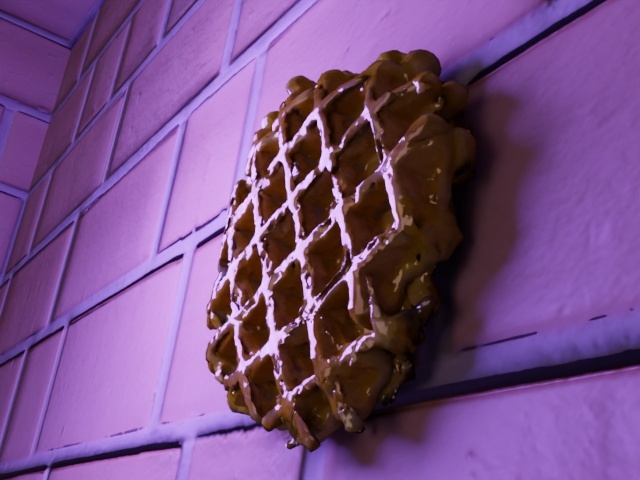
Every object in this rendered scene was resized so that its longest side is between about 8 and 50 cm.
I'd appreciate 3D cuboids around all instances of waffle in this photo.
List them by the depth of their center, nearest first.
[{"bbox_3d":[0.000,0.000,0.807,0.379,0.095,0.382,7,80,60],"label":"waffle"}]
